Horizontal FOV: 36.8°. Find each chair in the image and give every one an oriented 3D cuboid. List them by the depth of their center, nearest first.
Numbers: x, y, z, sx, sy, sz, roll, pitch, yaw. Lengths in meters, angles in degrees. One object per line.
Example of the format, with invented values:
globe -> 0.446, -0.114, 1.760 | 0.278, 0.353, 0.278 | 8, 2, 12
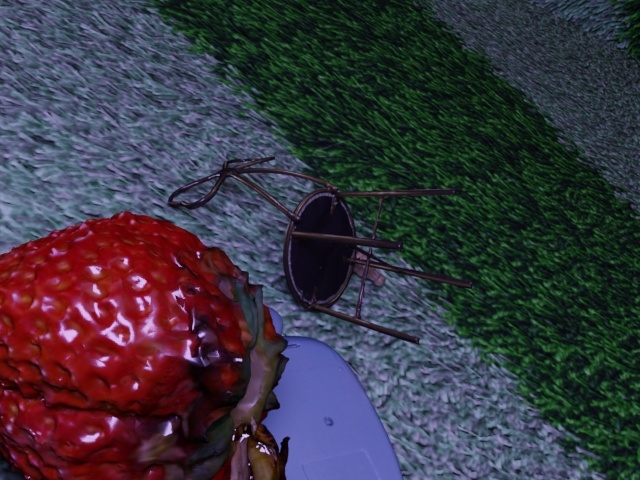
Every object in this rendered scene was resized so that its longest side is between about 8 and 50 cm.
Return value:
chair -> 0.000, 0.000, 1.134 | 0.325, 0.170, 0.160 | 8, 34, 35

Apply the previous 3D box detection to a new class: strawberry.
strawberry -> -0.182, 0.093, 0.800 | 0.288, 0.250, 0.238 | 7, 21, 12

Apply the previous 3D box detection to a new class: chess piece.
chess piece -> 0.045, 0.026, 1.230 | 0.092, 0.035, 0.035 | 40, 35, -2

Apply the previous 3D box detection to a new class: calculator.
calculator -> -0.017, 0.187, 0.983 | 0.188, 0.042, 0.303 | -4, 54, -41

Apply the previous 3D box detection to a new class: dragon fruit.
dragon fruit -> -0.042, 0.241, 0.750 | 0.125, 0.246, 0.125 | 6, 25, 16
